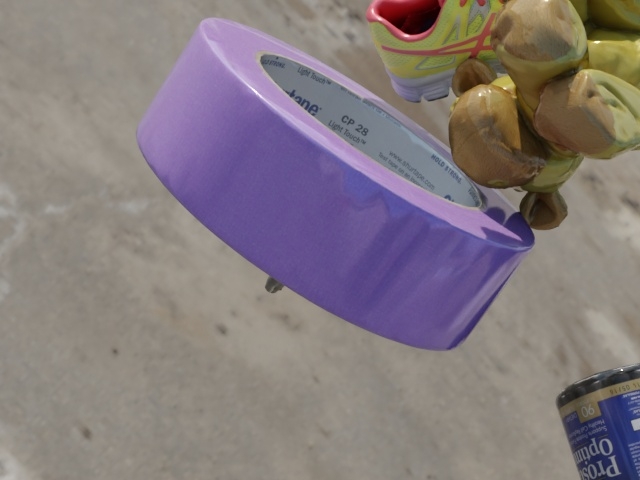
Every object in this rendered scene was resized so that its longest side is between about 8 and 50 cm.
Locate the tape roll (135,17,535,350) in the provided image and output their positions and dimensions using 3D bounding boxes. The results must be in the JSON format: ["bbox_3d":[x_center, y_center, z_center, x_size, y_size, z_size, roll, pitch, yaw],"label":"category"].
[{"bbox_3d":[0.012,-0.042,0.915,0.275,0.090,0.275,31,15,-9],"label":"tape roll"}]

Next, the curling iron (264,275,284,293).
[{"bbox_3d":[0.000,0.000,1.315,0.068,0.274,0.035,-23,76,-32],"label":"curling iron"}]

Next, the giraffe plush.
[{"bbox_3d":[0.158,-0.096,0.903,0.210,0.170,0.181,16,59,-35],"label":"giraffe plush"}]

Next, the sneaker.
[{"bbox_3d":[0.126,-0.173,0.968,0.094,0.208,0.081,48,32,-37],"label":"sneaker"}]

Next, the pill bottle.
[{"bbox_3d":[0.334,0.248,1.370,0.123,0.123,0.219,11,57,-52],"label":"pill bottle"}]
